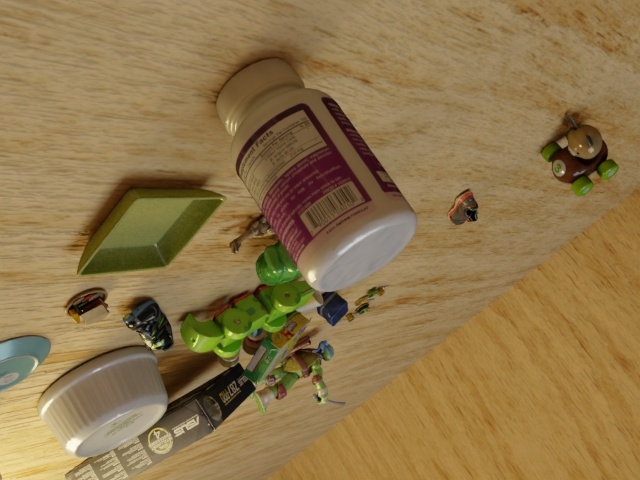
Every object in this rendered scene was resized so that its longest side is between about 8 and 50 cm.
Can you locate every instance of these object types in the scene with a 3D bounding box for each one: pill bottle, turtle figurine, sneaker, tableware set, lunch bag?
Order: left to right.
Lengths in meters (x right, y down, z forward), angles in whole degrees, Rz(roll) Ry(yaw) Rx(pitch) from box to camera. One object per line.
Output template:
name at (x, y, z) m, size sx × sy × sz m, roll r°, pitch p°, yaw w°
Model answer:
sneaker at (-0.322, 0.169, 1.599) m, size 0.067 × 0.078 × 0.188 m, roll -32°, pitch 160°, yaw -4°
turtle figurine at (-0.071, 0.420, 2.402) m, size 0.266 × 0.198 × 0.275 m, roll -22°, pitch 154°, yaw -19°
pill bottle at (-0.016, -0.095, 1.118) m, size 0.169 × 0.301 × 0.169 m, roll -28°, pitch 159°, yaw -12°
lunch bag at (0.029, 0.175, 2.172) m, size 0.067 × 0.065 × 0.098 m, roll -44°, pitch 162°, yaw -15°
tableware set at (0.133, 0.186, 2.416) m, size 0.104 × 0.024 × 0.154 m, roll -6°, pitch 147°, yaw -52°
sneaker at (0.372, -0.066, 2.131) m, size 0.061 × 0.065 × 0.158 m, roll -30°, pitch 160°, yaw -9°

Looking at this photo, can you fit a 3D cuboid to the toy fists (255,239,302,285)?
toy fists at (0.000, 0.000, 1.643) m, size 0.279 × 0.096 × 0.142 m, roll -25°, pitch -177°, yaw -28°

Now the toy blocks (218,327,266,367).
toy blocks at (-0.189, 0.245, 2.014) m, size 0.123 × 0.054 × 0.148 m, roll -26°, pitch 159°, yaw -21°

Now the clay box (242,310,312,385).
clay box at (-0.103, 0.261, 2.086) m, size 0.127 × 0.053 × 0.222 m, roll -58°, pitch 171°, yaw 25°

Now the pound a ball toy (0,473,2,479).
pound a ball toy at (-0.704, 0.382, 1.425) m, size 0.208 × 0.136 × 0.319 m, roll -26°, pitch 160°, yaw -16°

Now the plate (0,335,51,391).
plate at (-0.560, 0.229, 1.457) m, size 0.188 × 0.024 × 0.188 m, roll -30°, pitch 160°, yaw -12°

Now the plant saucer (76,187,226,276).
plant saucer at (-0.267, -0.023, 1.284) m, size 0.188 × 0.045 × 0.188 m, roll -45°, pitch 157°, yaw 30°

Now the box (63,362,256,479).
box at (-0.376, 0.458, 2.005) m, size 0.395 × 0.097 × 0.318 m, roll -32°, pitch 177°, yaw 13°

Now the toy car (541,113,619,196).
toy car at (0.637, -0.229, 2.050) m, size 0.149 × 0.155 × 0.188 m, roll -35°, pitch 151°, yaw 3°

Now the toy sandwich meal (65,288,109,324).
toy sandwich meal at (-0.399, 0.116, 1.430) m, size 0.085 × 0.029 × 0.085 m, roll -29°, pitch 160°, yaw -12°

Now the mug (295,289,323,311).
mug at (-0.041, 0.136, 2.007) m, size 0.064 × 0.078 × 0.062 m, roll -30°, pitch -165°, yaw 18°

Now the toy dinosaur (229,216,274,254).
toy dinosaur at (-0.105, -0.025, 1.546) m, size 0.092 × 0.053 × 0.183 m, roll -25°, pitch 180°, yaw 33°

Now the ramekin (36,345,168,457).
ramekin at (-0.448, 0.349, 1.756) m, size 0.272 × 0.127 × 0.273 m, roll -29°, pitch 159°, yaw -12°

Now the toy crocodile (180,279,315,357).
toy crocodile at (-0.151, 0.159, 1.829) m, size 0.340 × 0.105 × 0.115 m, roll -25°, pitch 159°, yaw -34°
